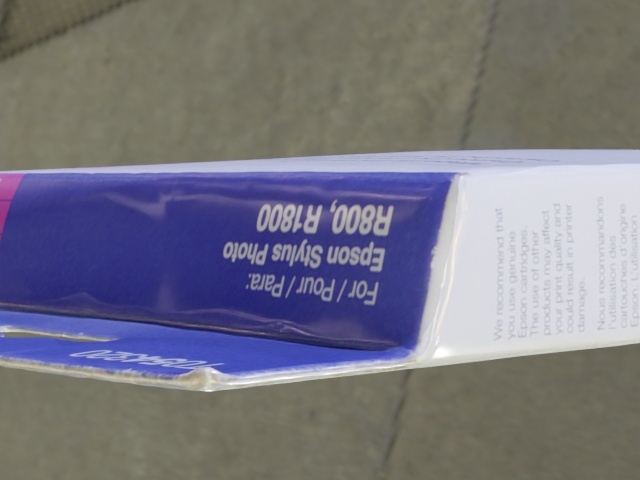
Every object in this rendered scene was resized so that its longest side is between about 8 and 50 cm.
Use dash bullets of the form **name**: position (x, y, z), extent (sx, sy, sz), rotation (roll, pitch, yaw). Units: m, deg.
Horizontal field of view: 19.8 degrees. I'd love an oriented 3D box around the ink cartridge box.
- **ink cartridge box**: position (0.000, 0.000, 0.703), extent (0.324, 0.330, 0.071), rotation (2, 93, 51)
